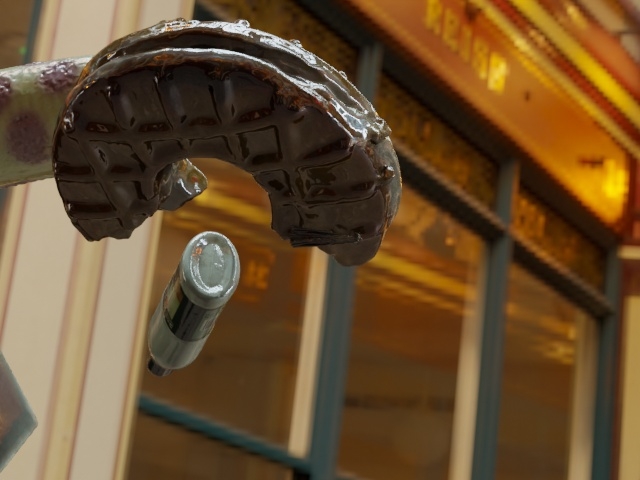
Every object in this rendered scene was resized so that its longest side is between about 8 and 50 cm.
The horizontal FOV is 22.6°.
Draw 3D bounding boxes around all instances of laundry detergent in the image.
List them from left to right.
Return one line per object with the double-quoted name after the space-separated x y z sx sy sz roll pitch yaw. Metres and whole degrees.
-0.158 0.089 1.878 0.070 0.099 0.225 8 -37 -18 "laundry detergent"

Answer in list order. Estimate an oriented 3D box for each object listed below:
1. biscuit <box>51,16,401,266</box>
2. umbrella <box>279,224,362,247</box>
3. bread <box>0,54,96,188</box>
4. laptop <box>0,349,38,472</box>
-0.103 -0.097 1.621 0.366 0.115 0.268 0 -46 17 "biscuit"
0.000 -0.002 1.558 0.083 0.020 0.031 -3 -39 11 "umbrella"
-0.423 -0.158 2.226 0.338 0.155 0.187 -12 -6 8 "bread"
-0.441 0.156 1.962 0.015 0.269 0.187 -20 16 18 "laptop"
